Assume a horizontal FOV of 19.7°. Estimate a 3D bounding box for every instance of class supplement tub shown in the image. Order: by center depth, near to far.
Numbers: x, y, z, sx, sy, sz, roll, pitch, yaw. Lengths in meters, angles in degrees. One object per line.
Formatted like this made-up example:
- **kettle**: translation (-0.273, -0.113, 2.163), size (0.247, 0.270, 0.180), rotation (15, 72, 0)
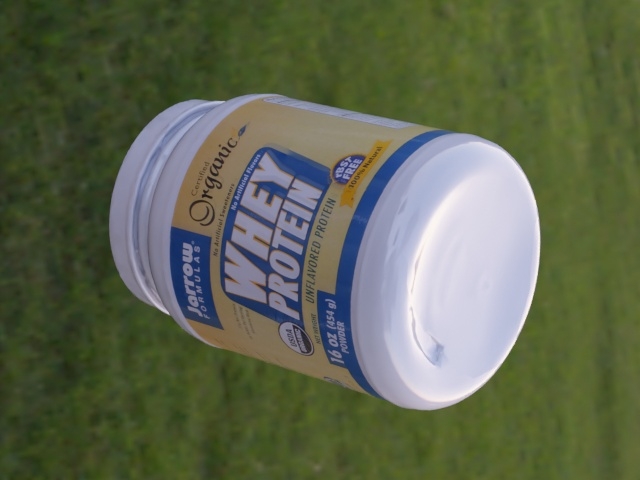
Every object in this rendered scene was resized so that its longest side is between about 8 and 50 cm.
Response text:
- **supplement tub**: translation (0.000, 0.000, 0.984), size (0.144, 0.199, 0.144), rotation (-21, 118, -48)
